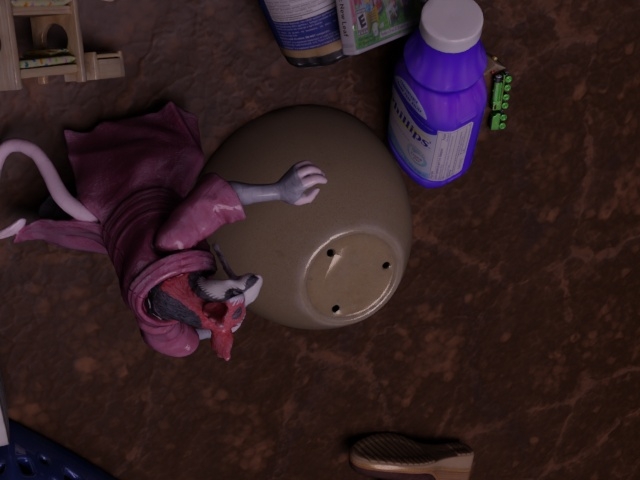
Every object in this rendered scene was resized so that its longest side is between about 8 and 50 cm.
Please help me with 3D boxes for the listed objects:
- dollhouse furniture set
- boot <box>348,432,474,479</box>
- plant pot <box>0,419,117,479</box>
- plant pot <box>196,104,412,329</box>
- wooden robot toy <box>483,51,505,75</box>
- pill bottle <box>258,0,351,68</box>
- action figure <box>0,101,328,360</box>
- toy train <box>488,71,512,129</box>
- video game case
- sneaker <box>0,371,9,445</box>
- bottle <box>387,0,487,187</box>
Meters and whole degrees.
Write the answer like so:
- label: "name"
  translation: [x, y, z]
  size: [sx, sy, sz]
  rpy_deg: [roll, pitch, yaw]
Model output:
- label: "dollhouse furniture set"
  translation: [-0.325, -0.211, 1.039]
  size: [0.161, 0.182, 0.101]
  rpy_deg: [1, 103, 23]
- label: "boot"
  translation: [0.123, 0.413, 1.585]
  size: [0.248, 0.090, 0.206]
  rpy_deg: [10, 111, -33]
- label: "plant pot"
  translation: [-0.381, 0.409, 1.273]
  size: [0.236, 0.212, 0.236]
  rpy_deg: [-44, 127, 3]
- label: "plant pot"
  translation: [0.000, 0.000, 1.231]
  size: [0.284, 0.191, 0.284]
  rpy_deg: [-11, 122, -18]
- label: "wooden robot toy"
  translation: [0.148, -0.225, 1.249]
  size: [0.173, 0.076, 0.079]
  rpy_deg: [21, 118, -32]
- label: "pill bottle"
  translation: [-0.023, -0.308, 1.085]
  size: [0.123, 0.123, 0.219]
  rpy_deg: [-30, 125, -7]
- label: "action figure"
  translation: [-0.175, -0.016, 1.025]
  size: [0.276, 0.370, 0.248]
  rpy_deg: [9, 115, -30]
- label: "toy train"
  translation: [0.239, -0.187, 1.343]
  size: [0.024, 0.017, 0.083]
  rpy_deg: [-4, 120, -11]
- label: "video game case"
  translation: [0.076, -0.319, 1.093]
  size: [0.212, 0.023, 0.193]
  rpy_deg: [-32, 120, -48]
- label: "sneaker"
  translation: [-0.466, 0.126, 1.145]
  size: [0.169, 0.108, 0.292]
  rpy_deg: [-17, 114, -14]
- label: "bottle"
  translation: [0.138, -0.172, 1.172]
  size: [0.092, 0.118, 0.283]
  rpy_deg: [-29, 158, -13]
